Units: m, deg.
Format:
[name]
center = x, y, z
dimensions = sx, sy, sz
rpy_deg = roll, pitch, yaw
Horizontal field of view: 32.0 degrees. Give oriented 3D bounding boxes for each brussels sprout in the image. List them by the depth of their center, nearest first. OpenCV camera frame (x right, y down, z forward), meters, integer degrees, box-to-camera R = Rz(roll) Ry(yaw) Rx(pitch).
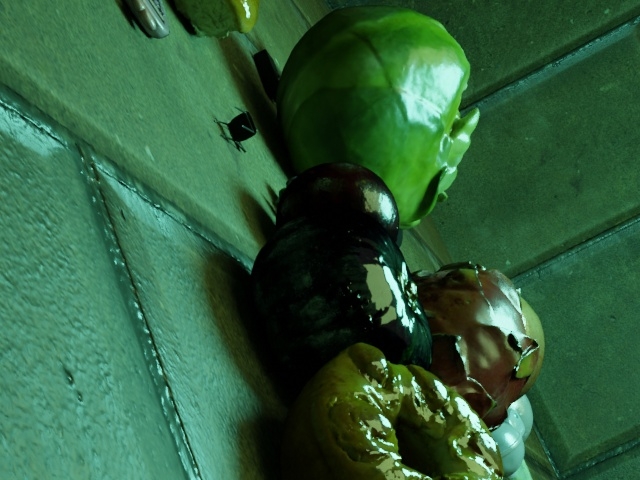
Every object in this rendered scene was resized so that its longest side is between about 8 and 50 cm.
[brussels sprout]
center = 0.075, -0.199, 1.835
dimensions = 0.276, 0.314, 0.371
rpy_deg = 35, -53, 51

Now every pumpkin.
[pumpkin]
center = 0.027, 0.078, 1.190
dimensions = 0.233, 0.163, 0.233
rpy_deg = 59, 13, -22

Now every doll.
[doll]
center = 0.318, 0.351, 2.032
dimensions = 0.151, 0.151, 0.287
rpy_deg = 61, 13, -6

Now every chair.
[chair]
center = -0.105, -0.148, 1.472
dimensions = 0.037, 0.042, 0.086
rpy_deg = 69, 11, 14

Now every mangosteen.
[mangosteen]
center = 0.018, -0.013, 1.420
dimensions = 0.172, 0.172, 0.184
rpy_deg = 59, 32, -18

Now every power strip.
[power strip]
center = -0.089, -0.293, 1.982
dimensions = 0.038, 0.029, 0.111
rpy_deg = 51, 15, -50

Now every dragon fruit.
[dragon fruit]
center = 0.168, 0.154, 1.515
dimensions = 0.250, 0.250, 0.315
rpy_deg = 57, 9, -29

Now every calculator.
[calculator]
center = -0.217, -0.295, 1.351
dimensions = 0.103, 0.024, 0.166
rpy_deg = 58, 9, -28

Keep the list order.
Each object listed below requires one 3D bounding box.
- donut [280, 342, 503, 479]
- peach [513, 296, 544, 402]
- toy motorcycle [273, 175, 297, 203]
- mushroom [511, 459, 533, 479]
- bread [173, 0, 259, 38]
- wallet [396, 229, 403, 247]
[donut]
center = 0.066, 0.207, 1.013
dimensions = 0.226, 0.114, 0.226
rpy_deg = 32, 32, -23
[peach]
center = 0.269, 0.176, 1.980
dimensions = 0.252, 0.252, 0.252
rpy_deg = 59, 10, -18
[toy motorcycle]
center = 0.000, 0.000, 1.561
dimensions = 0.190, 0.074, 0.106
rpy_deg = 61, 18, -10
[mushroom]
center = 0.377, 0.526, 2.008
dimensions = 0.312, 0.081, 0.100
rpy_deg = -107, -152, -50
[bread]
center = -0.157, -0.388, 1.631
dimensions = 0.174, 0.121, 0.245
rpy_deg = 57, 9, -20
[wallet]
center = 0.129, -0.091, 2.076
dimensions = 0.149, 0.044, 0.250
rpy_deg = -27, 124, -64
